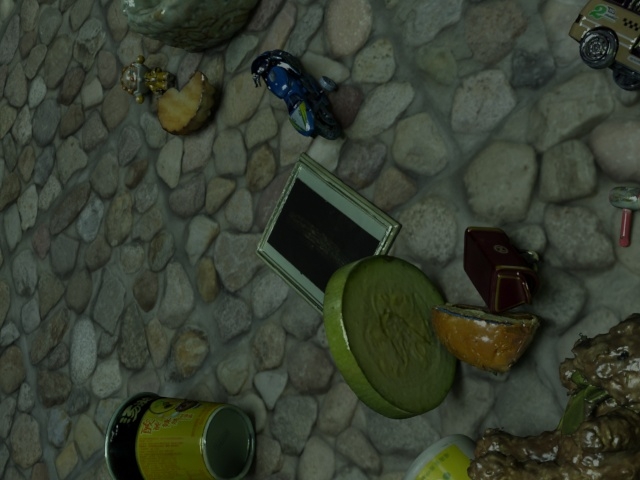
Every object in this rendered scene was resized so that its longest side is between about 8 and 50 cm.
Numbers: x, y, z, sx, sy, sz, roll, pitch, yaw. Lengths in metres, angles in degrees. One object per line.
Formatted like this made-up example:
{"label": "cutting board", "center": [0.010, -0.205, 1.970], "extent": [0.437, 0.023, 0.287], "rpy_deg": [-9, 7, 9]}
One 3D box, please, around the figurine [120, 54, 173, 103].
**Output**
{"label": "figurine", "center": [-0.394, -0.370, 2.056], "extent": [0.143, 0.068, 0.101], "rpy_deg": [-19, 87, 35]}

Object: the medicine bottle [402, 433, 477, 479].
{"label": "medicine bottle", "center": [0.241, 0.405, 1.272], "extent": [0.258, 0.143, 0.143], "rpy_deg": [43, 113, 38]}

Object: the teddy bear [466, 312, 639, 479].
{"label": "teddy bear", "center": [0.330, 0.215, 1.159], "extent": [0.296, 0.246, 0.222], "rpy_deg": [-7, 98, 14]}

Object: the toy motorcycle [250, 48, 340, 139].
{"label": "toy motorcycle", "center": [-0.049, -0.276, 1.656], "extent": [0.092, 0.136, 0.254], "rpy_deg": [-49, 54, 28]}

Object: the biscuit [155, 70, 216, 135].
{"label": "biscuit", "center": [-0.285, -0.281, 1.938], "extent": [0.183, 0.061, 0.118], "rpy_deg": [-15, 75, 44]}

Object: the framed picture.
{"label": "framed picture", "center": [0.000, 0.000, 1.650], "extent": [0.293, 0.018, 0.231], "rpy_deg": [39, 111, 40]}

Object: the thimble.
{"label": "thimble", "center": [-0.281, -0.543, 1.881], "extent": [0.292, 0.195, 0.291], "rpy_deg": [-10, 76, 42]}

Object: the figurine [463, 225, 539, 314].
{"label": "figurine", "center": [0.277, 0.045, 1.320], "extent": [0.154, 0.098, 0.082], "rpy_deg": [-117, 23, -54]}

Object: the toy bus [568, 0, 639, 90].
{"label": "toy bus", "center": [0.472, -0.242, 1.149], "extent": [0.289, 0.139, 0.157], "rpy_deg": [41, 108, 38]}

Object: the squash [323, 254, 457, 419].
{"label": "squash", "center": [0.109, 0.142, 1.360], "extent": [0.049, 0.252, 0.252], "rpy_deg": [-27, 66, 40]}

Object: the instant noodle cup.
{"label": "instant noodle cup", "center": [-0.260, 0.393, 1.729], "extent": [0.236, 0.216, 0.215], "rpy_deg": [-9, 78, 35]}

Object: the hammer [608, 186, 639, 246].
{"label": "hammer", "center": [0.422, -0.032, 1.245], "extent": [0.053, 0.031, 0.083], "rpy_deg": [13, 103, 47]}

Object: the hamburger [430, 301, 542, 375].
{"label": "hamburger", "center": [0.239, 0.150, 1.341], "extent": [0.176, 0.087, 0.102], "rpy_deg": [6, 89, 34]}
